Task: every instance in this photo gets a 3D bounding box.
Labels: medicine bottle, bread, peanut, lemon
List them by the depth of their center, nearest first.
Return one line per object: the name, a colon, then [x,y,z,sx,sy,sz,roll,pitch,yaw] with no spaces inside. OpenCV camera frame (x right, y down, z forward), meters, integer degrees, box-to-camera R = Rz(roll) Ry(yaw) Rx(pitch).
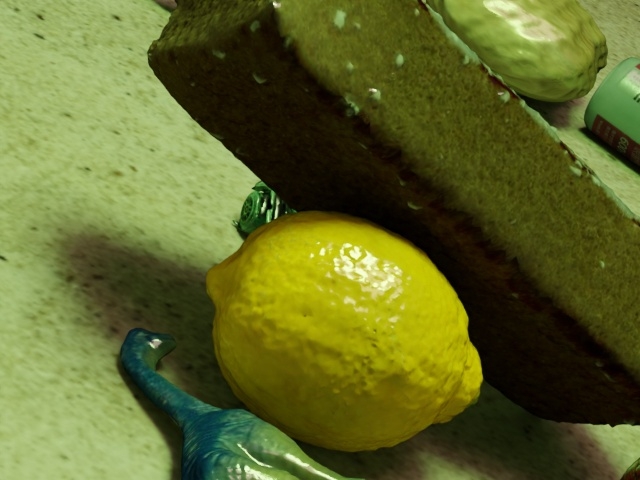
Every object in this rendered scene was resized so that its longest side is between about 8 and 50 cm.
lemon: [0.016,0.059,1.147,0.187,0.142,0.142,26,25,-11]
bread: [0.081,-0.031,1.206,0.416,0.113,0.165,42,-28,-28]
medicine bottle: [0.373,-0.090,1.886,0.217,0.090,0.090,39,26,17]
peanut: [0.206,-0.217,1.926,0.197,0.110,0.233,34,26,9]

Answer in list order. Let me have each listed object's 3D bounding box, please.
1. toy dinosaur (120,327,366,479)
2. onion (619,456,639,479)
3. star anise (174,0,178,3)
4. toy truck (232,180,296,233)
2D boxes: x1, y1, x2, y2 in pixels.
toy dinosaur: [-0.075,0.130,1.030,0.188,0.075,0.248,25,28,12]
onion: [0.251,0.179,1.219,0.117,0.118,0.118,10,31,-43]
star anise: [-0.036,-0.208,1.659,0.236,0.093,0.229,28,25,0]
toy truck: [0.000,0.001,1.316,0.080,0.078,0.154,19,26,-25]
